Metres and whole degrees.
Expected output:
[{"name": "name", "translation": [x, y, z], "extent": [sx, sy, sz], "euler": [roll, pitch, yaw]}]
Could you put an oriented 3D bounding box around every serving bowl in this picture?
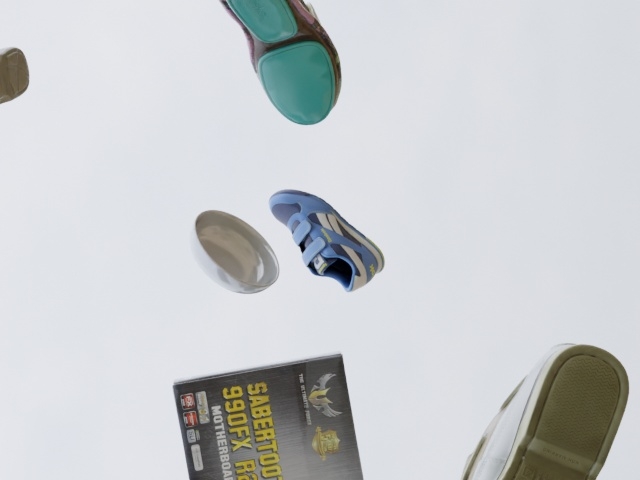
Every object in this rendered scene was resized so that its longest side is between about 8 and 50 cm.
[{"name": "serving bowl", "translation": [-0.075, 0.014, 1.313], "extent": [0.083, 0.027, 0.083], "euler": [29, -149, -19]}]

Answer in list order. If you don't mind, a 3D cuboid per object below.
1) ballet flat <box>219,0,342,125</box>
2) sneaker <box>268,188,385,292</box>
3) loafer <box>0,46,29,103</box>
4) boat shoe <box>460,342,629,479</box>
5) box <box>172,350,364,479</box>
[{"name": "ballet flat", "translation": [-0.034, -0.187, 1.367], "extent": [0.221, 0.076, 0.079], "euler": [57, -157, -55]}, {"name": "sneaker", "translation": [0.000, 0.000, 1.725], "extent": [0.059, 0.144, 0.053], "euler": [-51, -5, -37]}, {"name": "loafer", "translation": [-0.229, -0.100, 1.039], "extent": [0.125, 0.039, 0.045], "euler": [-41, -55, -71]}, {"name": "boat shoe", "translation": [0.174, 0.232, 1.411], "extent": [0.302, 0.113, 0.103], "euler": [-59, 4, -7]}, {"name": "box", "translation": [-0.047, 0.244, 1.692], "extent": [0.056, 0.183, 0.231], "euler": [-150, 51, -88]}]
